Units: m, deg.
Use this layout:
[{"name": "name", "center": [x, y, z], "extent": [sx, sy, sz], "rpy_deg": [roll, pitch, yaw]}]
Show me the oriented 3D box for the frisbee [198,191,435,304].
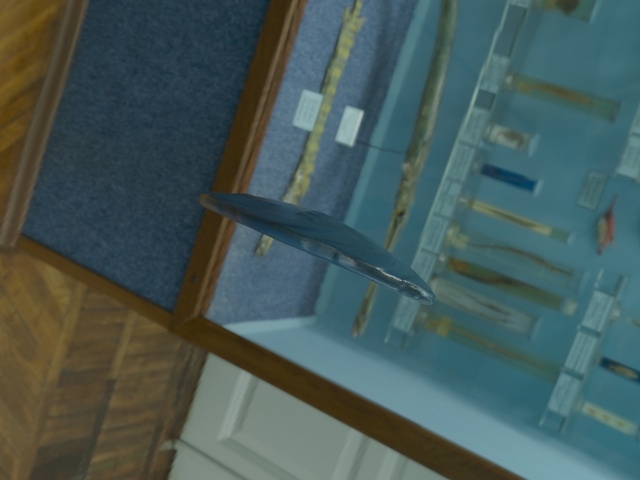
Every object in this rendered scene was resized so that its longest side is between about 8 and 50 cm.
[{"name": "frisbee", "center": [0.002, -0.005, 0.922], "extent": [0.289, 0.290, 0.049], "rpy_deg": [26, 88, -63]}]
